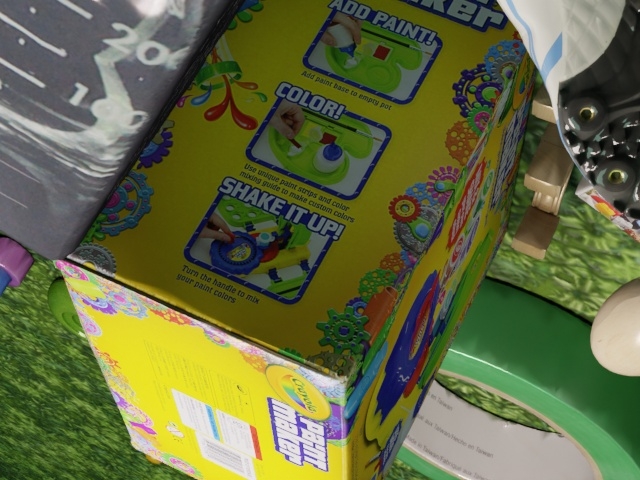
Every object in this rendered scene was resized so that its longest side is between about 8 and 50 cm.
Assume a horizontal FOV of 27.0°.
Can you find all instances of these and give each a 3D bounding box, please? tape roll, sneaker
[{"bbox_3d":[0.154,0.147,1.204,0.321,0.077,0.321,23,153,12],"label":"tape roll"},{"bbox_3d":[0.127,-0.123,0.654,0.237,0.085,0.086,65,-169,-5],"label":"sneaker"}]

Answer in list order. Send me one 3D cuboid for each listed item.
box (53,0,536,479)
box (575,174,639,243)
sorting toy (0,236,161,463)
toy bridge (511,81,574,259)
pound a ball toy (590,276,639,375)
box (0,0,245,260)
[{"bbox_3d":[0.000,0.000,0.855,0.177,0.279,0.290,23,154,14],"label":"box"},{"bbox_3d":[0.278,0.000,0.853,0.207,0.036,0.114,35,154,-13],"label":"box"},{"bbox_3d":[-0.270,0.142,1.571,0.366,0.126,0.127,35,154,-14],"label":"sorting toy"},{"bbox_3d":[0.150,-0.059,0.843,0.026,0.063,0.188,22,155,14],"label":"toy bridge"},{"bbox_3d":[0.292,0.051,0.724,0.319,0.208,0.136,33,157,-13],"label":"pound a ball toy"},{"bbox_3d":[-0.166,-0.299,0.434,0.480,0.297,0.472,33,148,-8],"label":"box"}]
